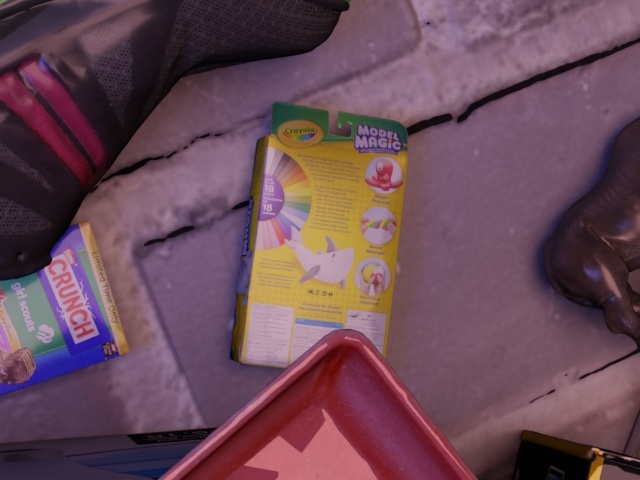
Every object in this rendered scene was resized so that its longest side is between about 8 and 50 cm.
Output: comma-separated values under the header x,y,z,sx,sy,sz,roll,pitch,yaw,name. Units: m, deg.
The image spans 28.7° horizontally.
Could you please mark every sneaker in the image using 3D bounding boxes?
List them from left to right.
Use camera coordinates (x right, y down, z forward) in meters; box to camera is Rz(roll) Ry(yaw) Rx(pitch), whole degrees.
x,y,z,sx,sy,sz,roll,pitch,yaw,name
-0.195,-0.086,0.744,0.482,0.185,0.202,-22,126,-27,sneaker

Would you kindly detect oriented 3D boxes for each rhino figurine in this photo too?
x,y,z,sx,sy,sz,roll,pitch,yaw,name
0.255,-0.039,0.908,0.106,0.073,0.243,32,77,20,rhino figurine

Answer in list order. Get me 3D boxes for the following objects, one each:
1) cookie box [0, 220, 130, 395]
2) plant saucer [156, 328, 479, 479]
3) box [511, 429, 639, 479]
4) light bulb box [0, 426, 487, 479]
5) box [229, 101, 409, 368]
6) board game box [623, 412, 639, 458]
x,y,z,sx,sy,sz,roll,pitch,yaw,name
-0.187,0.046,0.802,0.107,0.040,0.092,-18,91,-16,cookie box
-0.013,0.209,0.469,0.259,0.047,0.258,-40,97,-16,plant saucer
0.139,0.286,0.772,0.079,0.257,0.322,15,84,0,box
-0.101,0.234,0.654,0.357,0.361,0.225,-2,89,-16,light bulb box
0.000,0.000,0.858,0.105,0.043,0.179,8,88,-15,box
0.413,0.127,0.957,0.318,0.066,0.319,25,81,-13,board game box
